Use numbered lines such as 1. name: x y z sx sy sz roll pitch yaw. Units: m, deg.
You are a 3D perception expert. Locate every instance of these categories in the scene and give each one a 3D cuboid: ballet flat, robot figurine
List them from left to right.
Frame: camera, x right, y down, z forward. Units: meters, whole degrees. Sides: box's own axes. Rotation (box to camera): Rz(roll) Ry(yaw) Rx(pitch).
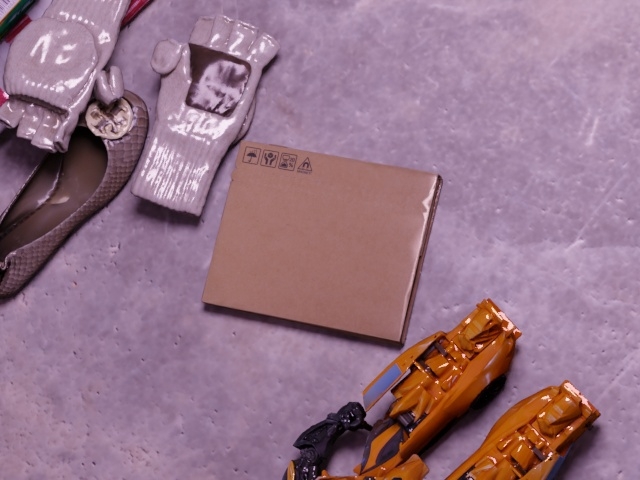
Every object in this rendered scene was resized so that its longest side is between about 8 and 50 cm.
1. ballet flat: -0.259 -0.047 1.780 0.084 0.058 0.250 41 91 20
2. robot figurine: 0.091 0.199 1.608 0.291 0.085 0.211 -45 69 2

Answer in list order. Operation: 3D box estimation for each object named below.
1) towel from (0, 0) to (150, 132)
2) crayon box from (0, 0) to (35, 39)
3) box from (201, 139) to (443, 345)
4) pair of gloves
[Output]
1. towel: -0.321 -0.259 1.807 0.329 0.037 0.237 -42 93 -2
2. crayon box: -0.416 -0.198 1.742 0.165 0.081 0.278 42 88 -4
3. box: 0.000 0.000 1.714 0.201 0.021 0.164 11 81 18
4. pair of gloves: -0.180 -0.156 1.756 0.240 0.042 0.204 27 78 4
